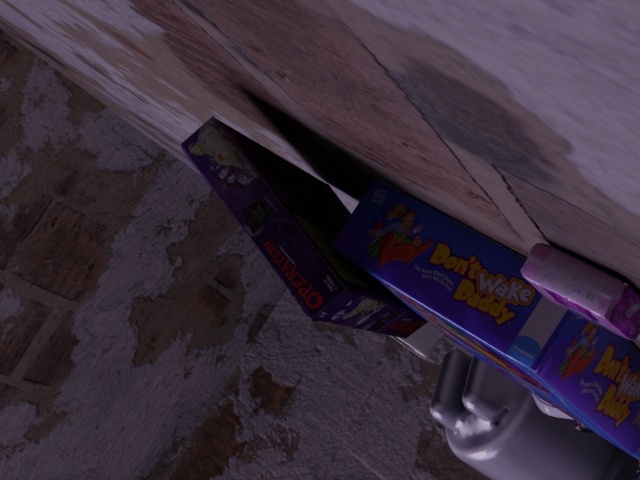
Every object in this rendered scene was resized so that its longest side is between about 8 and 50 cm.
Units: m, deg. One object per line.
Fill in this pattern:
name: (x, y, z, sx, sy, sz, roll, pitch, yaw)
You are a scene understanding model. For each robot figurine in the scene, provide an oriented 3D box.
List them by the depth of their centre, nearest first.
robot figurine: (0.328, 0.282, 1.708, 0.353, 0.200, 0.300, 35, 148, -22)

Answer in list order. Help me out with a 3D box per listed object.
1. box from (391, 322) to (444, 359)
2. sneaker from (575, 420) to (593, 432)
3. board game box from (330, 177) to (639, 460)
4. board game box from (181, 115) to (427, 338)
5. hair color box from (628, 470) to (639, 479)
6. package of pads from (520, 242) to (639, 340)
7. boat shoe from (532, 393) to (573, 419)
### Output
box: (0.111, 0.087, 1.733, 0.094, 0.113, 0.275, 35, 176, -14)
sneaker: (0.372, 0.227, 1.524, 0.178, 0.077, 0.072, 32, 178, 14)
board game box: (0.188, 0.084, 1.108, 0.233, 0.078, 0.347, 32, 177, 35)
board game box: (0.000, 0.000, 1.165, 0.208, 0.056, 0.347, 57, -169, 17)
hair color box: (0.459, 0.412, 1.545, 0.174, 0.105, 0.347, 36, 141, 7)
package of pads: (0.182, 0.034, 0.796, 0.050, 0.032, 0.083, 34, 178, -42)
boat shoe: (0.313, 0.176, 1.397, 0.076, 0.080, 0.228, 64, 172, -13)
